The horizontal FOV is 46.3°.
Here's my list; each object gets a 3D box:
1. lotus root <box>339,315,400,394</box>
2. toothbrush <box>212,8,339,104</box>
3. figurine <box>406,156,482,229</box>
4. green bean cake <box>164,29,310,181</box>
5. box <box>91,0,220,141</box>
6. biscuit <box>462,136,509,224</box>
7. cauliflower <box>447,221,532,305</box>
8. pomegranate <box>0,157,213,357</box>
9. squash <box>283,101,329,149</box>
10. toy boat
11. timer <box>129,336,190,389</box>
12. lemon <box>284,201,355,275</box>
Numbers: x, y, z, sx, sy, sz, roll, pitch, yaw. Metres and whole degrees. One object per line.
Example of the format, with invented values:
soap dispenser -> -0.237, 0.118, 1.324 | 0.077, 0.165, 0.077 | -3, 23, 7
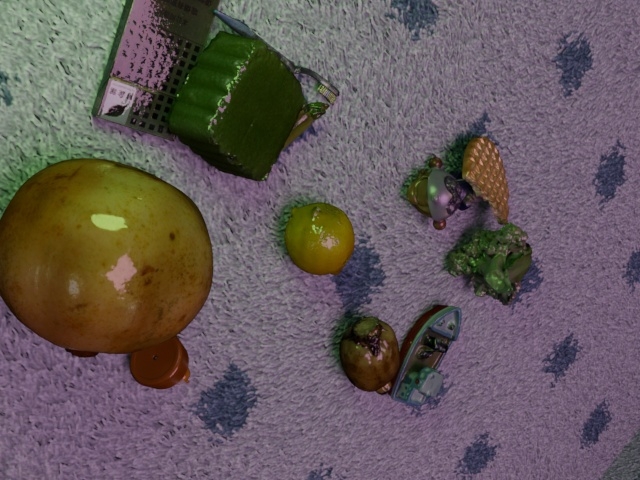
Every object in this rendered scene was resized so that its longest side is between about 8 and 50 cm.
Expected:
lotus root -> 0.137, 0.323, 2.077 | 0.169, 0.141, 0.314 | -32, 132, -20
toothbrush -> -0.088, -0.411, 1.683 | 0.413, 0.035, 0.042 | 26, 93, -46
figurine -> 0.363, -0.123, 2.089 | 0.274, 0.133, 0.194 | 17, 81, -42
green bean cake -> -0.174, -0.281, 1.589 | 0.247, 0.156, 0.250 | 38, 74, -55
box -> -0.332, -0.383, 1.529 | 0.180, 0.047, 0.325 | 15, 96, -39
biscuit -> 0.486, -0.190, 2.150 | 0.309, 0.040, 0.205 | 39, 53, -48
cauliflower -> 0.515, 0.079, 2.179 | 0.239, 0.315, 0.256 | 38, 114, -6
pomegranate -> -0.402, 0.043, 1.417 | 0.416, 0.416, 0.417 | -13, 114, -33
squash -> -0.070, -0.271, 1.748 | 0.200, 0.075, 0.090 | -35, 108, 4
toy boat -> 0.327, 0.341, 2.228 | 0.145, 0.133, 0.332 | 27, 89, -39
timer -> -0.348, 0.296, 1.734 | 0.132, 0.132, 0.152 | -50, 149, -11
lemon -> 0.000, 0.000, 1.835 | 0.173, 0.173, 0.206 | -32, 119, -24
